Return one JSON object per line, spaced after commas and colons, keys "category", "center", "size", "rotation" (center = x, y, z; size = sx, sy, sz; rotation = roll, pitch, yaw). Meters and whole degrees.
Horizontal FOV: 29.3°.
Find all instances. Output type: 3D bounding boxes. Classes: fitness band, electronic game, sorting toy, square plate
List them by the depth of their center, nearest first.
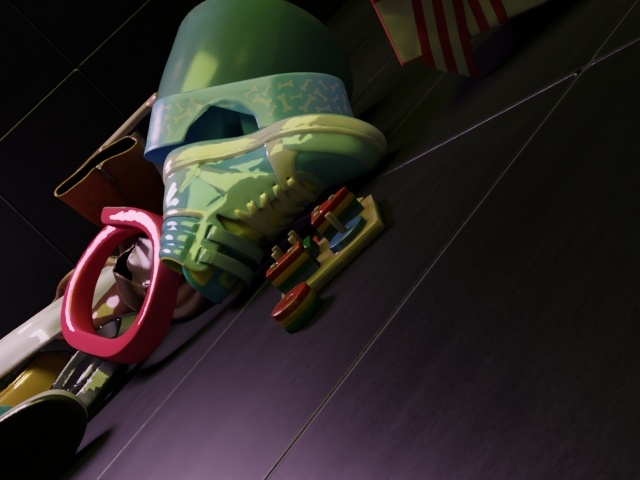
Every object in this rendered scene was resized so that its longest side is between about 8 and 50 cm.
{"category": "sorting toy", "center": [0.000, 0.000, 1.259], "size": [0.132, 0.046, 0.274], "rotation": [-43, 10, 9]}
{"category": "fitness band", "center": [-0.271, 0.060, 1.669], "size": [0.291, 0.054, 0.209], "rotation": [6, 79, 57]}
{"category": "electronic game", "center": [-0.332, 0.198, 1.773], "size": [0.229, 0.048, 0.229], "rotation": [-44, 19, 19]}
{"category": "square plate", "center": [-0.488, 0.158, 2.109], "size": [0.347, 0.049, 0.344], "rotation": [-32, 7, 30]}

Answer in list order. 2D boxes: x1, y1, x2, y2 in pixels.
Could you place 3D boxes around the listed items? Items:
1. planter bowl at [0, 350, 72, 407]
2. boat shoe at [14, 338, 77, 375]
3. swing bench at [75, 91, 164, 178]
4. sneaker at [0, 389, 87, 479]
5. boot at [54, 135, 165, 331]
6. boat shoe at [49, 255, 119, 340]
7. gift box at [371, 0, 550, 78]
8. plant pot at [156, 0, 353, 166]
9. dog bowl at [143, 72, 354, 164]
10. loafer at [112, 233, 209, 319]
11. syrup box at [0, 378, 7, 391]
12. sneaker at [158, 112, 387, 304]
{"category": "planter bowl", "center": [-0.455, 0.245, 1.973], "size": [0.217, 0.090, 0.217], "rotation": [-43, 11, 10]}
{"category": "boat shoe", "center": [-0.482, 0.241, 2.187], "size": [0.226, 0.083, 0.076], "rotation": [-32, 44, 50]}
{"category": "swing bench", "center": [-0.304, -0.098, 2.268], "size": [0.165, 0.253, 0.254], "rotation": [-50, 11, -28]}
{"category": "sneaker", "center": [-0.400, 0.265, 1.609], "size": [0.295, 0.124, 0.178], "rotation": [-43, 20, 19]}
{"category": "boot", "center": [-0.313, 0.004, 1.888], "size": [0.264, 0.280, 0.096], "rotation": [-37, 50, 3]}
{"category": "boat shoe", "center": [-0.469, 0.106, 2.517], "size": [0.342, 0.123, 0.123], "rotation": [-43, 9, 46]}
{"category": "gift box", "center": [0.176, -0.350, 1.414], "size": [0.255, 0.276, 0.258], "rotation": [-27, 12, 20]}
{"category": "plant pot", "center": [-0.120, -0.187, 1.852], "size": [0.293, 0.293, 0.235], "rotation": [-35, 26, 44]}
{"category": "dog bowl", "center": [-0.094, -0.158, 1.612], "size": [0.297, 0.074, 0.166], "rotation": [-7, -8, 24]}
{"category": "loafer", "center": [-0.216, 0.036, 1.735], "size": [0.134, 0.130, 0.366], "rotation": [-51, 12, -31]}
{"category": "syrup box", "center": [-0.603, 0.358, 2.099], "size": [0.237, 0.093, 0.096], "rotation": [-51, 12, -30]}
{"category": "sneaker", "center": [-0.064, -0.028, 1.491], "size": [0.319, 0.127, 0.208], "rotation": [-12, 58, 33]}
